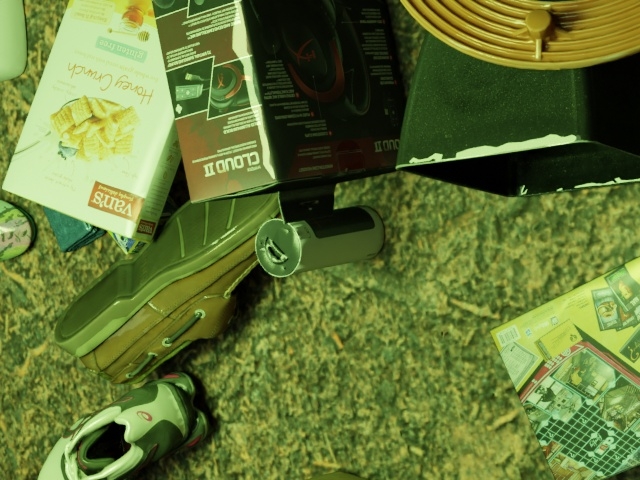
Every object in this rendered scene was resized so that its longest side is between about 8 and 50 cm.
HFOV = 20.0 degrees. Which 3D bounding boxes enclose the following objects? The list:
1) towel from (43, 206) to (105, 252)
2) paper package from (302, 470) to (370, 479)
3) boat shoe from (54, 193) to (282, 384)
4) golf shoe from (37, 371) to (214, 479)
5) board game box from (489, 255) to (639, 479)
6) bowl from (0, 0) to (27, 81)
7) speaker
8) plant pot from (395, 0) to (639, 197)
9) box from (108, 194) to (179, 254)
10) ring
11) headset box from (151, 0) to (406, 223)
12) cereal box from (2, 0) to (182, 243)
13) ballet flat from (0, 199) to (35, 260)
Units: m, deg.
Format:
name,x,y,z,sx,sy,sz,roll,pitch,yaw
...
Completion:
name,x,y,z,sx,sy,sz,roll,pitch,yaw
towel,-0.281,-0.050,1.980,0.067,0.029,0.119,-31,78,37
paper package,0.023,0.345,1.624,0.309,0.324,0.168,14,104,36
boat shoe,-0.127,0.040,1.839,0.307,0.111,0.104,-33,120,27
golf shoe,-0.239,0.226,1.934,0.273,0.120,0.105,-40,74,35
board game box,0.279,0.104,1.570,0.243,0.042,0.165,-29,79,36
bowl,-0.396,-0.245,2.025,0.142,0.053,0.142,-3,93,37
speaker,0.000,0.000,1.707,0.055,0.136,0.055,6,99,37
plant pot,0.190,-0.137,1.528,0.187,0.188,0.167,-6,79,38
box,-0.220,-0.064,1.912,0.169,0.059,0.054,50,121,21
ring,0.204,-0.289,1.462,0.336,0.032,0.337,-8,62,16
headset box,-0.033,-0.163,1.658,0.110,0.218,0.293,-12,90,38
cereal box,-0.211,-0.136,1.853,0.173,0.047,0.240,19,90,26
ballet flat,-0.426,-0.021,2.062,0.221,0.079,0.077,15,105,34
